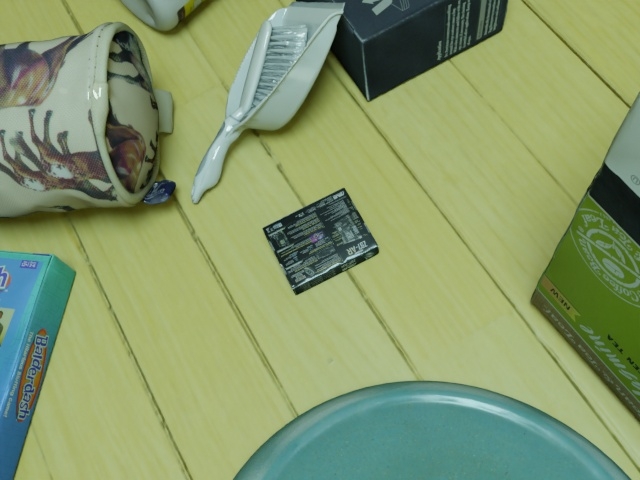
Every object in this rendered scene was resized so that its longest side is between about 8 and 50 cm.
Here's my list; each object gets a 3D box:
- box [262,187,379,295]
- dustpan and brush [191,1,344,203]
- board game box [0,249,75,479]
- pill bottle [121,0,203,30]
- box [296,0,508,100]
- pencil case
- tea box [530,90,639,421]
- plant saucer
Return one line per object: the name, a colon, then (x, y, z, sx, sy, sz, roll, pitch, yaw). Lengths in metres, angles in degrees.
box: (0.000, 0.000, 0.604, 0.083, 0.018, 0.067, -27, 65, -4)
dustpan and brush: (-0.063, -0.127, 0.635, 0.060, 0.147, 0.211, 14, 102, -26)
board game box: (-0.320, 0.109, 0.589, 0.160, 0.047, 0.210, 5, 68, 11)
pill bottle: (-0.125, -0.328, 0.713, 0.117, 0.117, 0.215, 39, 77, 21)
box: (0.071, -0.247, 0.660, 0.158, 0.093, 0.156, -29, 66, -5)
pencil case: (-0.343, -0.086, 0.614, 0.411, 0.183, 0.159, -7, 85, 7)
tea box: (0.338, -0.025, 0.396, 0.329, 0.323, 0.220, -35, 67, -8)
plant saucer: (0.076, 0.206, 0.417, 0.318, 0.043, 0.317, 0, 42, 0)
